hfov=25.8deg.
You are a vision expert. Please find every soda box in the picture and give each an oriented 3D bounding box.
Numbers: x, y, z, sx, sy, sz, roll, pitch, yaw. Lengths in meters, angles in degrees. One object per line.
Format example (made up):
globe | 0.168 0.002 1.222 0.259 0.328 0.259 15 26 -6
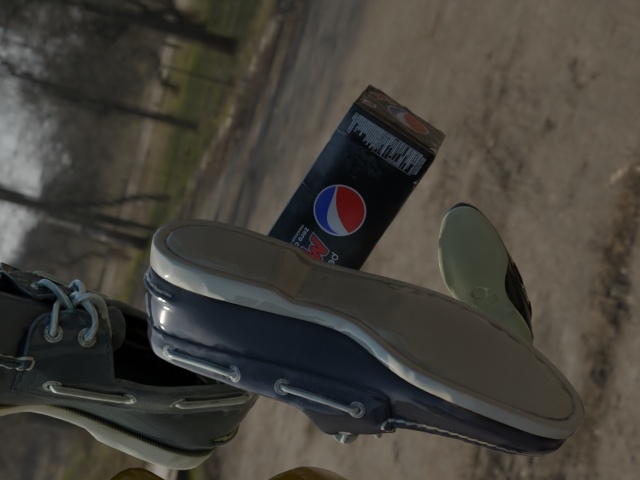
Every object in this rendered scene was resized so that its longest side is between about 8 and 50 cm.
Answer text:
soda box | 0.000 0.000 0.771 0.169 0.053 0.060 -56 0 19

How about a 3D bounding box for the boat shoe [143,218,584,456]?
boat shoe | 0.015 0.055 0.627 0.075 0.206 0.065 -49 -22 -62

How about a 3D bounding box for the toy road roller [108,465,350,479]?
toy road roller | -0.067 0.264 0.721 0.329 0.240 0.202 -46 -47 -24

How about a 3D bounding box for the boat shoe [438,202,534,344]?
boat shoe | 0.118 0.026 1.004 0.042 0.049 0.133 -83 -30 -58

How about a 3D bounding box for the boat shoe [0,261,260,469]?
boat shoe | -0.159 0.054 0.874 0.099 0.319 0.116 -38 46 25
